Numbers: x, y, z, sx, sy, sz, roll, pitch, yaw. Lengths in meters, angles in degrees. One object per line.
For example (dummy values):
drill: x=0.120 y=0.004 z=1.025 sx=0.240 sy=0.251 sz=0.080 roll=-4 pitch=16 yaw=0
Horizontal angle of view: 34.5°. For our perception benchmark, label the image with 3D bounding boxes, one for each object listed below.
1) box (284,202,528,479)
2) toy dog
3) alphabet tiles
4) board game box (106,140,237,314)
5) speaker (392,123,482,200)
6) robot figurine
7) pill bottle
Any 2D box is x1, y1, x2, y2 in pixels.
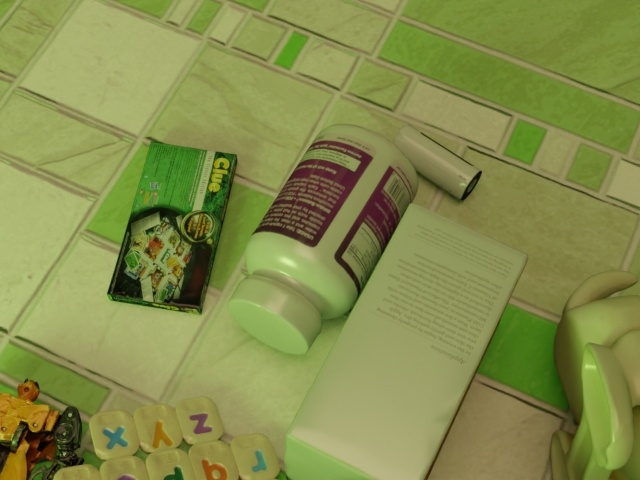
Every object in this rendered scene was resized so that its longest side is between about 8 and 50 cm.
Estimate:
box: x=0.106 y=0.166 z=1.308 sx=0.168 sy=0.215 sz=0.345 roll=25 pitch=65 yaw=11
toy dog: x=0.508 y=0.218 z=1.290 sx=0.407 sy=0.285 sz=0.395 roll=3 pitch=37 yaw=0
alphabet tiles: x=-0.178 y=0.322 z=1.272 sx=0.284 sy=0.021 sz=0.278 roll=-6 pitch=50 yaw=-25
board game box: x=-0.212 y=-0.022 z=1.504 sx=0.136 sy=0.030 sz=0.260 roll=9 pitch=63 yaw=5
speaker: x=0.171 y=-0.118 z=1.547 sx=0.136 sy=0.055 sz=0.055 roll=35 pitch=67 yaw=16
robot figurine: x=-0.421 y=0.313 z=1.293 sx=0.211 sy=0.085 sz=0.291 roll=17 pitch=64 yaw=7
pill bottle: x=0.000 y=0.000 z=1.418 sx=0.169 sy=0.169 sz=0.302 roll=27 pitch=65 yaw=12
